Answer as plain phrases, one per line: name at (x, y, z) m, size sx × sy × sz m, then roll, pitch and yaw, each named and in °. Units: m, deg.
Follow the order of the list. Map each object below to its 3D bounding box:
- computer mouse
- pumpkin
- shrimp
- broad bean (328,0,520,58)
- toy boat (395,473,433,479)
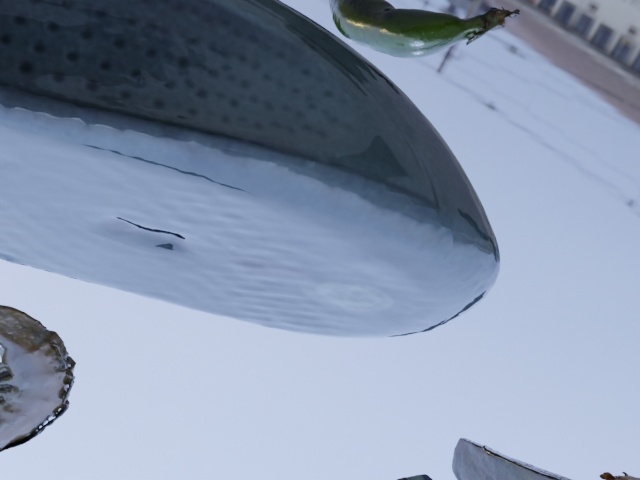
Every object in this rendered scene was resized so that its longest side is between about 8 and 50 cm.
computer mouse at (-0.093, -0.054, 0.551) m, size 0.371 × 0.188 × 0.122 m, roll 14°, pitch -115°, yaw -16°
pumpkin at (0.239, 0.270, 1.097) m, size 0.254 × 0.130 × 0.149 m, roll 17°, pitch -177°, yaw -21°
shrimp at (-0.316, 0.116, 1.000) m, size 0.253 × 0.173 × 0.058 m, roll 9°, pitch -145°, yaw -35°
broad bean at (0.076, -0.251, 1.278) m, size 0.292 × 0.144 × 0.049 m, roll 51°, pitch 165°, yaw 51°
toy boat at (0.133, 0.329, 1.236) m, size 0.046 × 0.080 × 0.229 m, roll 44°, pitch -168°, yaw -50°
